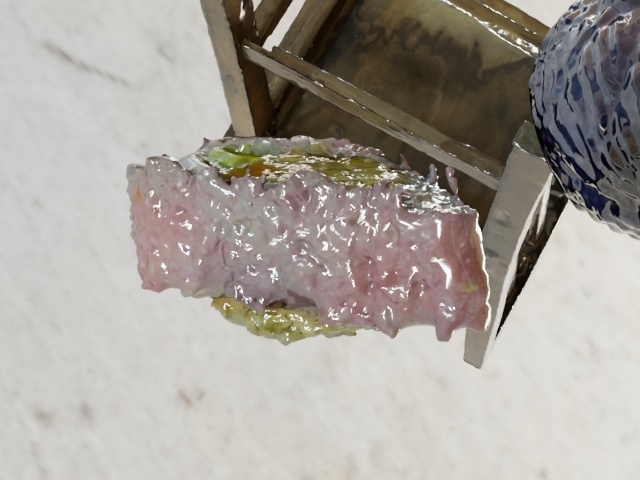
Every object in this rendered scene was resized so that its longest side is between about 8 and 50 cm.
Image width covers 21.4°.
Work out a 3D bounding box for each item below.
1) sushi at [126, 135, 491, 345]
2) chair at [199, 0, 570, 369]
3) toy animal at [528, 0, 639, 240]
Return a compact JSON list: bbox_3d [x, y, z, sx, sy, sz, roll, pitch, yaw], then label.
[{"bbox_3d":[0.006,-0.004,0.991,0.161,0.241,0.107,-27,119,-62],"label":"sushi"},{"bbox_3d":[0.068,-0.095,1.178,0.240,0.416,0.203,27,71,8],"label":"chair"},{"bbox_3d":[0.178,-0.068,0.750,0.298,0.185,0.122,-70,139,-58],"label":"toy animal"}]
